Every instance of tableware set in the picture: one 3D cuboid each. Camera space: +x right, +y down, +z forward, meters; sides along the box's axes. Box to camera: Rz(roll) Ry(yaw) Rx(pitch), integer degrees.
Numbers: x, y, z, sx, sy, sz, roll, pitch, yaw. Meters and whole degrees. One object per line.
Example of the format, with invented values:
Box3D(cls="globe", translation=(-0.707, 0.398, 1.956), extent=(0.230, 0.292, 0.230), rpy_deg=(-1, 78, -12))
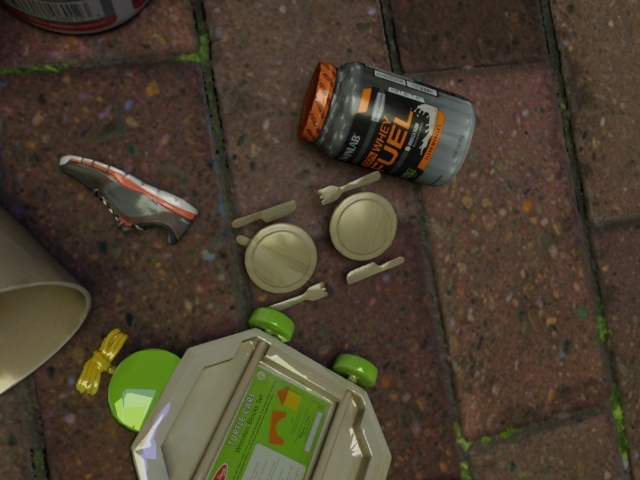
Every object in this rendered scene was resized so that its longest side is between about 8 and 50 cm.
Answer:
Box3D(cls="tableware set", translation=(0.000, 0.000, 0.626), extent=(0.194, 0.039, 0.128), rpy_deg=(-20, 107, -8))

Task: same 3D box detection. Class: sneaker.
Box3D(cls="sneaker", translation=(-0.221, -0.042, 0.568), extent=(0.157, 0.061, 0.065), rpy_deg=(25, 88, -10))

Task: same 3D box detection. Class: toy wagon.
Box3D(cls="toy wagon", translation=(-0.087, 0.205, 0.542), extent=(0.344, 0.068, 0.267), rpy_deg=(31, 57, -9))

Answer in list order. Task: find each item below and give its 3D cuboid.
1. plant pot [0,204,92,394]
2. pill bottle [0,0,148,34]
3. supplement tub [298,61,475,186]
Box3D(cls="plant pot", translation=(-0.398, 0.014, 0.449), extent=(0.256, 0.256, 0.274), rpy_deg=(-38, 79, -12))
Box3D(cls="pill bottle", translation=(-0.250, -0.347, 0.420), extent=(0.210, 0.363, 0.210), rpy_deg=(1, 87, -13))
Box3D(cls="supplement tub", translation=(0.076, -0.142, 0.612), extent=(0.190, 0.117, 0.117), rpy_deg=(13, 84, -12))
